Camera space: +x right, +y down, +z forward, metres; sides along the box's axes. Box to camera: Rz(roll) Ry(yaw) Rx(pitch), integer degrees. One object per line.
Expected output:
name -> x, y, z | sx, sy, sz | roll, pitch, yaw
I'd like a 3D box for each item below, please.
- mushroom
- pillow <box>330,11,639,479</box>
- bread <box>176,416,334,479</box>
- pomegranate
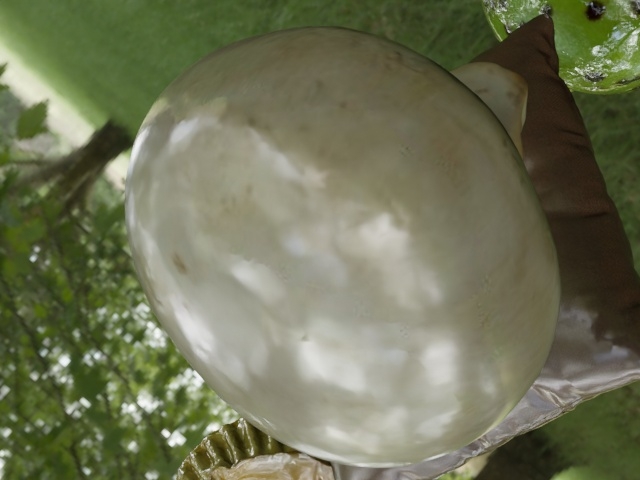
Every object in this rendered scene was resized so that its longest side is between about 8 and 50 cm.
mushroom -> 0.024, -0.010, 0.452 | 0.204, 0.204, 0.204 | 41, 175, 4
pillow -> 0.101, 0.027, 0.778 | 0.108, 0.308, 0.306 | 18, -133, -38
bread -> -0.046, 0.299, 1.057 | 0.240, 0.240, 0.139 | 42, 178, -8
pomegranate -> 0.236, -0.211, 0.915 | 0.231, 0.231, 0.286 | 40, 141, 10
